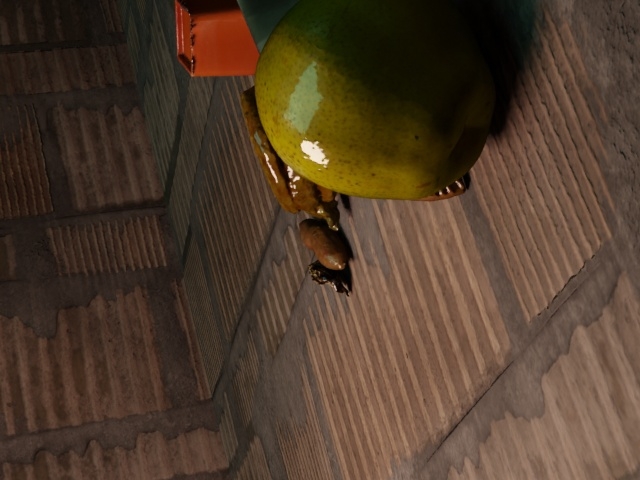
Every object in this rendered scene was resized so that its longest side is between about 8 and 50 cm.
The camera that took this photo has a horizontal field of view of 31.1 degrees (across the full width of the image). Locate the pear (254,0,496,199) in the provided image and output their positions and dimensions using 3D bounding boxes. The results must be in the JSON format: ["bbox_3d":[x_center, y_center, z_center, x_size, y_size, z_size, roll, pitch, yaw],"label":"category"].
[{"bbox_3d":[0.062,-0.186,1.390,0.294,0.294,0.294,172,90,-73],"label":"pear"}]

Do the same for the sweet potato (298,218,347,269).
[{"bbox_3d":[0.001,-0.003,2.051,0.218,0.051,0.065,-132,43,-61],"label":"sweet potato"}]

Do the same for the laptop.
[{"bbox_3d":[-0.034,-0.380,1.775,0.015,0.187,0.269,50,-169,-35],"label":"laptop"}]

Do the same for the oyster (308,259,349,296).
[{"bbox_3d":[0.009,0.057,2.031,0.029,0.086,0.132,-57,42,12],"label":"oyster"}]

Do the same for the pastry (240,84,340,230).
[{"bbox_3d":[-0.053,-0.157,1.946,0.240,0.132,0.235,-100,-2,-47],"label":"pastry"}]

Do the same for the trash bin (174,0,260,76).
[{"bbox_3d":[-0.120,-0.352,1.958,0.184,0.238,0.161,-132,37,-56],"label":"trash bin"}]

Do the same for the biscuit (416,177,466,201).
[{"bbox_3d":[0.113,-0.147,1.535,0.228,0.176,0.031,33,169,19],"label":"biscuit"}]
